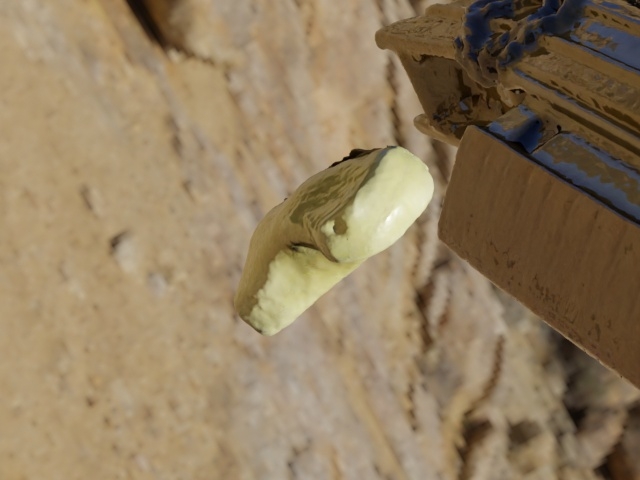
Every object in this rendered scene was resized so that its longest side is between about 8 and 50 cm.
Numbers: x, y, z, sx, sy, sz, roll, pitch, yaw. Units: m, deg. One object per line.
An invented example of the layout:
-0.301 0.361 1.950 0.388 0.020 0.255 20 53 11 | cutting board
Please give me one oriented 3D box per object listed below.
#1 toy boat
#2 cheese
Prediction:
0.152 -0.015 0.865 0.136 0.162 0.445 60 -9 -33 | toy boat
0.000 0.000 0.545 0.030 0.083 0.044 32 62 -16 | cheese
